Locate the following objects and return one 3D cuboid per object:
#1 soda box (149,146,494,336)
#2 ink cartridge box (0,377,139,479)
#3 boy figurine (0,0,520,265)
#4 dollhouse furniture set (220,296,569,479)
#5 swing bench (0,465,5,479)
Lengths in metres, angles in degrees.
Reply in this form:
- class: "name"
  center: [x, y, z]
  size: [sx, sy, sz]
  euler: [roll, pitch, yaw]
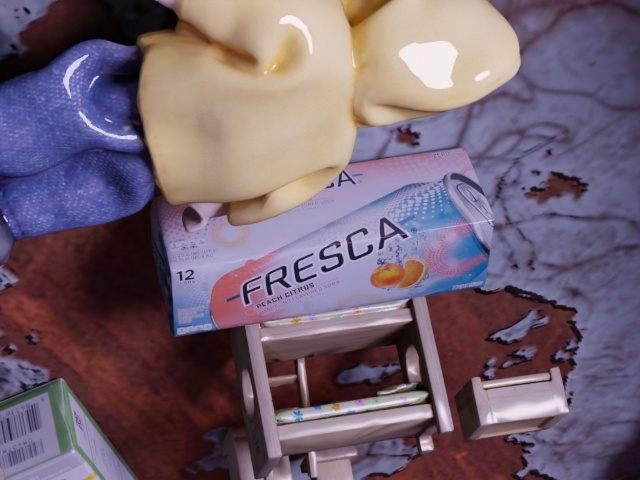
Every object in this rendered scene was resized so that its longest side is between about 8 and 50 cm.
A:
- class: "soda box"
  center: [0.000, 0.000, 0.943]
  size: [0.183, 0.063, 0.058]
  euler: [-9, 138, -10]
- class: "ink cartridge box"
  center: [-0.167, 0.183, 1.080]
  size: [0.109, 0.062, 0.209]
  euler: [-22, 139, 3]
- class: "boy figurine"
  center: [-0.047, -0.078, 0.825]
  size: [0.285, 0.092, 0.177]
  euler: [-18, 138, -1]
- class: "dollhouse furniture set"
  center: [0.035, 0.091, 1.059]
  size: [0.182, 0.101, 0.161]
  euler: [-7, 162, -13]
- class: "swing bench"
  center: [-0.332, 0.177, 0.856]
  size: [0.254, 0.165, 0.253]
  euler: [-62, 160, 0]
